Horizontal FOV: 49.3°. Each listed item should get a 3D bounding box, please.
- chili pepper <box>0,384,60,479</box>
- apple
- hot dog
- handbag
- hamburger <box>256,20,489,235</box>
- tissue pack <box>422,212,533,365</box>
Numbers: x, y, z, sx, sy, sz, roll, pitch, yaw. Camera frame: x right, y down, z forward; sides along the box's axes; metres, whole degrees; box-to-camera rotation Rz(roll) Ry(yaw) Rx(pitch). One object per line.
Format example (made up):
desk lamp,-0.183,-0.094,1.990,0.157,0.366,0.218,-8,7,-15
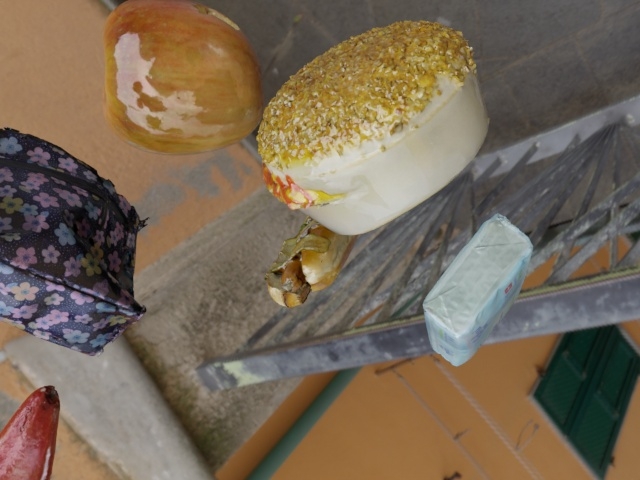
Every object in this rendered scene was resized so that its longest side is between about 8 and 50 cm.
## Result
chili pepper,-0.284,0.208,0.634,0.088,0.169,0.065,31,174,-34
apple,-0.211,-0.249,1.076,0.242,0.241,0.242,180,90,-72
hot dog,0.000,0.000,0.951,0.109,0.269,0.072,-35,104,31
handbag,-0.291,-0.005,0.726,0.127,0.208,0.228,-38,136,22
hamburger,0.053,-0.144,0.830,0.294,0.276,0.179,-33,117,14
tissue pack,0.238,0.088,1.055,0.089,0.177,0.263,37,171,22
